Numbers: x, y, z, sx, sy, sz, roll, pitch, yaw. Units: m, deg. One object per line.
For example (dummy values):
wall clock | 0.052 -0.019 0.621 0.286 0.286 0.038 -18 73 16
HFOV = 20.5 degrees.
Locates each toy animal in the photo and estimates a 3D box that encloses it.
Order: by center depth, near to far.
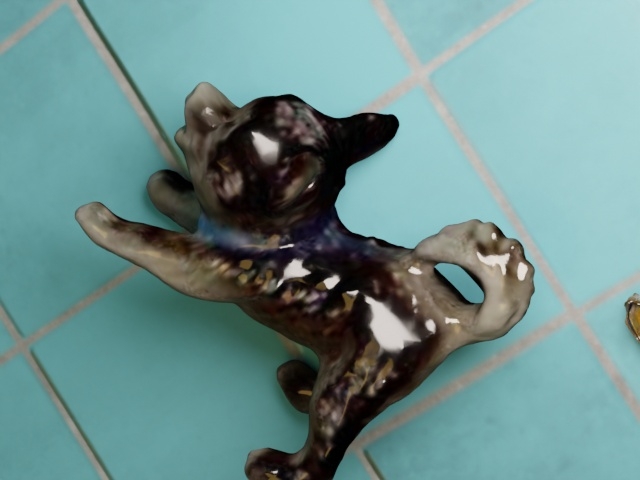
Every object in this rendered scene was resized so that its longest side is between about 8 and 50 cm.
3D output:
toy animal | 0.000 0.000 1.533 0.302 0.194 0.344 -36 89 28

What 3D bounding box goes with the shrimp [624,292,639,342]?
shrimp | 0.346 0.054 1.492 0.166 0.049 0.161 25 109 22
